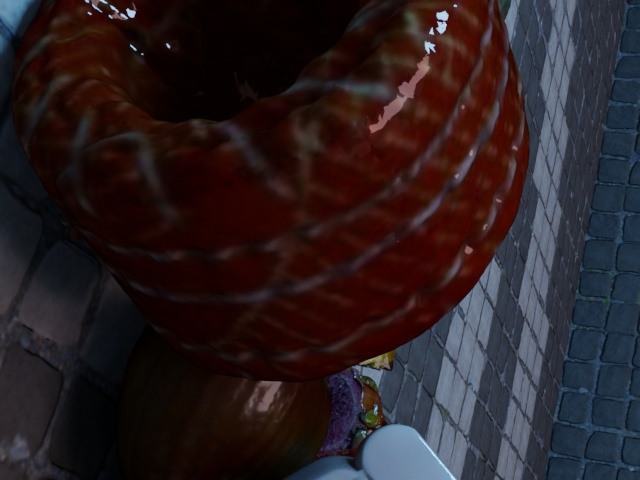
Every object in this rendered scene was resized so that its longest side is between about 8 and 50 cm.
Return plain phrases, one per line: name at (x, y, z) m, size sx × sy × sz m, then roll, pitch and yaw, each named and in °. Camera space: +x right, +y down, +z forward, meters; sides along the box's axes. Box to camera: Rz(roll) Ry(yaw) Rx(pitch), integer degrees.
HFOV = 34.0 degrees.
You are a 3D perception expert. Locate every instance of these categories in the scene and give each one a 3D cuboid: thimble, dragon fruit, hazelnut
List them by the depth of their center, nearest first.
thimble at (-0.031, -0.092, 0.719) m, size 0.230 × 0.350 × 0.350 m, roll 61°, pitch 41°, yaw -46°
hazelnut at (-0.086, 0.132, 0.853) m, size 0.212 × 0.181 × 0.181 m, roll 66°, pitch -1°, yaw -67°
dragon fruit at (0.042, 0.207, 1.229) m, size 0.102 × 0.096 × 0.147 m, roll 49°, pitch 49°, yaw -54°

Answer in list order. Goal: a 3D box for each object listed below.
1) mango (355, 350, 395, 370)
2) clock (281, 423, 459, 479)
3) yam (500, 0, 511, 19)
mango at (0.000, 0.000, 1.049) m, size 0.187 × 0.138 × 0.257 m, roll 3°, pitch 89°, yaw -48°
clock at (-0.020, 0.324, 0.842) m, size 0.342 × 0.184 × 0.325 m, roll -28°, pitch 155°, yaw -21°
yam at (0.130, -0.288, 1.249) m, size 0.268 × 0.161 × 0.161 m, roll -32°, pitch 124°, yaw -63°
